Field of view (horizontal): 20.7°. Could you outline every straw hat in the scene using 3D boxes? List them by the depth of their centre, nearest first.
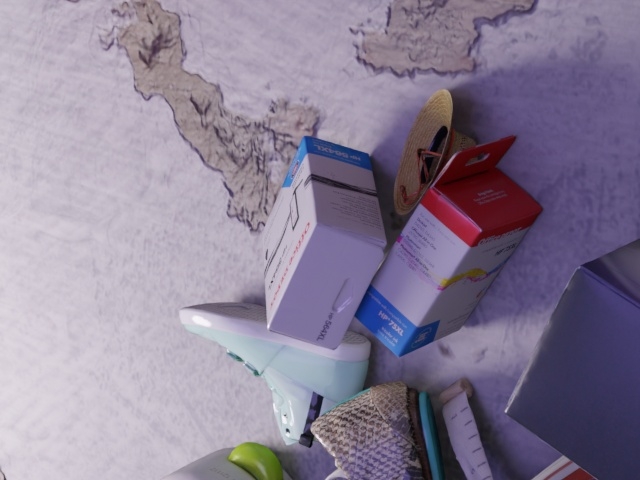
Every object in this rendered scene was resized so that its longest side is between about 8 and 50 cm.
[{"bbox_3d":[0.136,-0.086,1.899,0.061,0.144,0.144,19,120,-15],"label":"straw hat"}]

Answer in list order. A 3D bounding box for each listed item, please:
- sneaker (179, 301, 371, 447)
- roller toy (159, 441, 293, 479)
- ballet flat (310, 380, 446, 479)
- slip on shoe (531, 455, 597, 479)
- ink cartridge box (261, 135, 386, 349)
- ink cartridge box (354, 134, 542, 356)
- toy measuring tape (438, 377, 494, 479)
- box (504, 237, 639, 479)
[{"bbox_3d":[-0.068,0.162,2.080,0.256,0.094,0.151,15,104,29],"label":"sneaker"},{"bbox_3d":[-0.121,0.362,2.139,0.191,0.146,0.209,-15,93,37],"label":"roller toy"},{"bbox_3d":[0.103,0.403,1.974,0.182,0.164,0.482,-19,87,7],"label":"ballet flat"},{"bbox_3d":[0.262,0.286,1.796,0.331,0.123,0.101,-38,66,-1],"label":"slip on shoe"},{"bbox_3d":[0.000,0.000,1.930,0.086,0.203,0.148,18,117,-13],"label":"ink cartridge box"},{"bbox_3d":[0.145,0.005,1.872,0.078,0.134,0.231,43,123,20],"label":"ink cartridge box"},{"bbox_3d":[0.223,0.309,1.937,0.121,0.121,0.330,-39,56,35],"label":"toy measuring tape"},{"bbox_3d":[0.386,0.138,1.639,0.296,0.294,0.182,34,119,23],"label":"box"}]
